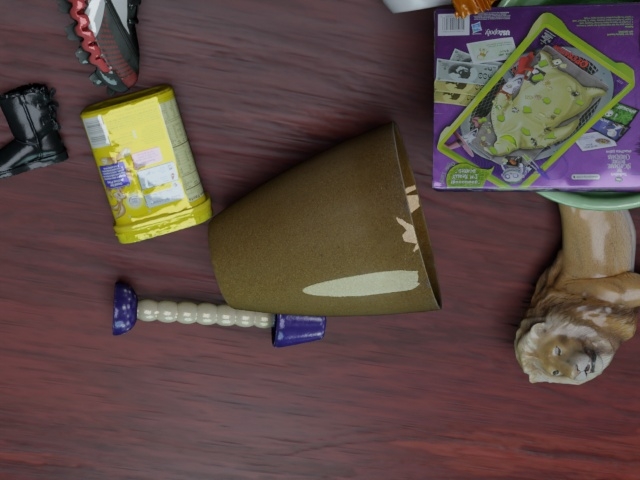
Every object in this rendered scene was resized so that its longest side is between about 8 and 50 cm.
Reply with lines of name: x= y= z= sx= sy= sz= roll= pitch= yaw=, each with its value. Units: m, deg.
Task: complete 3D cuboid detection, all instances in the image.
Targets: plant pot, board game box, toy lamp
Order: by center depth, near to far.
board game box: x=0.299 y=-0.158 z=1.303 sx=0.346 sy=0.056 sz=0.208 roll=1 pitch=84 yaw=11
plant pot: x=0.000 y=0.000 z=1.441 sx=0.254 sy=0.237 sz=0.237 roll=-15 pitch=110 yaw=10
toy lamp: x=-0.130 y=0.098 z=1.520 sx=0.274 sy=0.080 sz=0.080 roll=2 pitch=108 yaw=-7

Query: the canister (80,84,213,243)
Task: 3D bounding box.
canister: x=-0.215 y=-0.096 z=1.447 sx=0.126 sy=0.073 sz=0.170 roll=-16 pitch=108 yaw=-2

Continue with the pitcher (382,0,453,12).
pitcher: x=0.084 y=-0.371 z=1.368 sx=0.177 sy=0.125 sz=0.207 roll=-10 pitch=100 yaw=-3

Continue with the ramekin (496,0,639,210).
ramekin: x=0.339 y=-0.183 z=1.395 sx=0.303 sy=0.148 sz=0.303 roll=0 pitch=88 yaw=11

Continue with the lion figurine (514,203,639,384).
lion figurine: x=0.368 y=-0.007 z=1.532 sx=0.240 sy=0.142 sz=0.392 roll=-3 pitch=95 yaw=2

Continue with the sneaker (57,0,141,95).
sneaker: x=-0.241 y=-0.309 z=1.359 sx=0.135 sy=0.097 sz=0.276 roll=-13 pitch=108 yaw=0

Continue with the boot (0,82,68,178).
boot: x=-0.373 y=-0.134 z=1.430 sx=0.121 sy=0.045 sz=0.099 roll=-17 pitch=112 yaw=-9

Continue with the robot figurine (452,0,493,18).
robot figurine: x=0.202 y=-0.393 z=1.315 sx=0.211 sy=0.085 sz=0.291 roll=54 pitch=53 yaw=-29
